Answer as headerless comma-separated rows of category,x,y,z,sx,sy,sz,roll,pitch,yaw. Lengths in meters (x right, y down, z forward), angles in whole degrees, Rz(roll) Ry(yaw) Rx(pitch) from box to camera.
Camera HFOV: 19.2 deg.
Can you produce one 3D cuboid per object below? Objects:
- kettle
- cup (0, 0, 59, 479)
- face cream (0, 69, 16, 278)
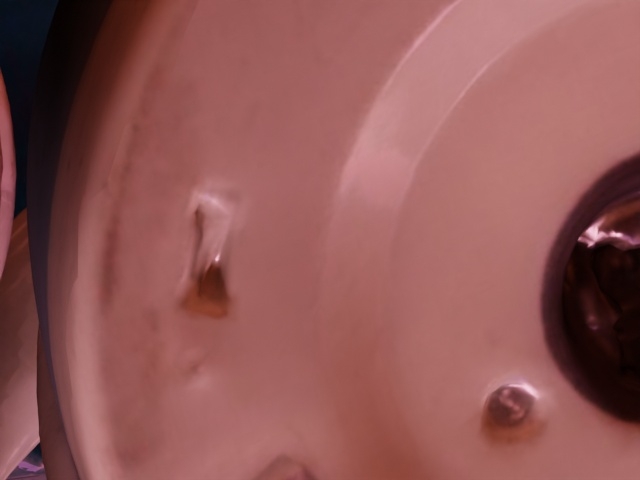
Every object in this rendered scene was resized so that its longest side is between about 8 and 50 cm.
kettle,0.000,0.000,0.518,0.319,0.247,0.342,-35,-162,-7
cup,-0.219,0.009,0.850,0.292,0.242,0.308,-10,-174,44
face cream,-0.131,-0.013,0.368,0.145,0.145,0.370,-14,-174,-19
